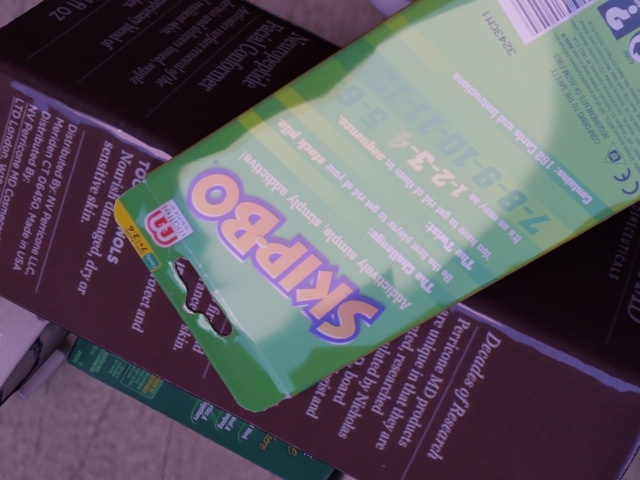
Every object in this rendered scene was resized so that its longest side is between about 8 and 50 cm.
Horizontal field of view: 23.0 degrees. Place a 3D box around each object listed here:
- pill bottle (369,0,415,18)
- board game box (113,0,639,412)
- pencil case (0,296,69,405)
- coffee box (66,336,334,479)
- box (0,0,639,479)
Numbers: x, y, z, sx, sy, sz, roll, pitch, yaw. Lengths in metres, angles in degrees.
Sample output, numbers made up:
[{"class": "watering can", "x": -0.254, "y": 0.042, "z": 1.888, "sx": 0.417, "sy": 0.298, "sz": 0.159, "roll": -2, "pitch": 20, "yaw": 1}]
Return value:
[{"class": "pill bottle", "x": 0.091, "y": -0.234, "z": 0.710, "sx": 0.153, "sy": 0.153, "sz": 0.264, "roll": 7, "pitch": 119, "yaw": 17}, {"class": "board game box", "x": 0.040, "y": -0.032, "z": 0.700, "sx": 0.259, "sy": 0.039, "sz": 0.124, "roll": -31, "pitch": 96, "yaw": 17}, {"class": "pencil case", "x": -0.324, "y": -0.034, "z": 0.942, "sx": 0.410, "sy": 0.183, "sz": 0.160, "roll": 34, "pitch": 80, "yaw": -9}, {"class": "coffee box", "x": -0.054, "y": 0.073, "z": 0.979, "sx": 0.184, "sy": 0.040, "sz": 0.113, "roll": 28, "pitch": 122, "yaw": -5}, {"class": "box", "x": 0.000, "y": 0.000, "z": 0.846, "sx": 0.381, "sy": 0.191, "sz": 0.143, "roll": 27, "pitch": 122, "yaw": 5}]
